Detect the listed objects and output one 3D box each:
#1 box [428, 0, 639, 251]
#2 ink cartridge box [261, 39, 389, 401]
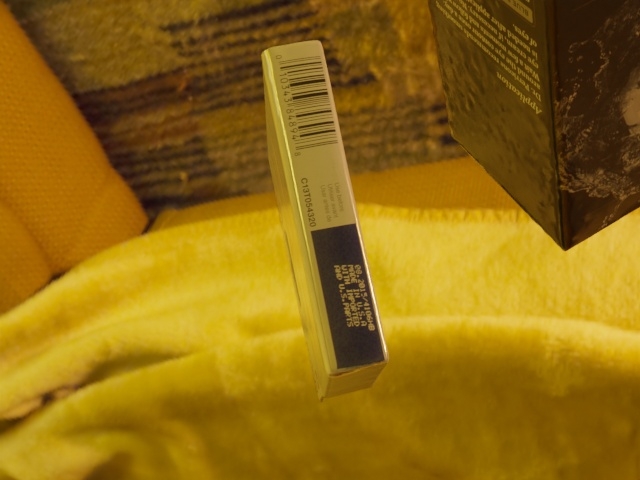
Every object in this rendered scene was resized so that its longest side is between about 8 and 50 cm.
[{"bbox_3d":[0.131,-0.105,0.398,0.156,0.093,0.158,-30,141,-8],"label":"box"},{"bbox_3d":[0.000,0.000,1.079,0.072,0.324,0.330,-12,168,-3],"label":"ink cartridge box"}]
